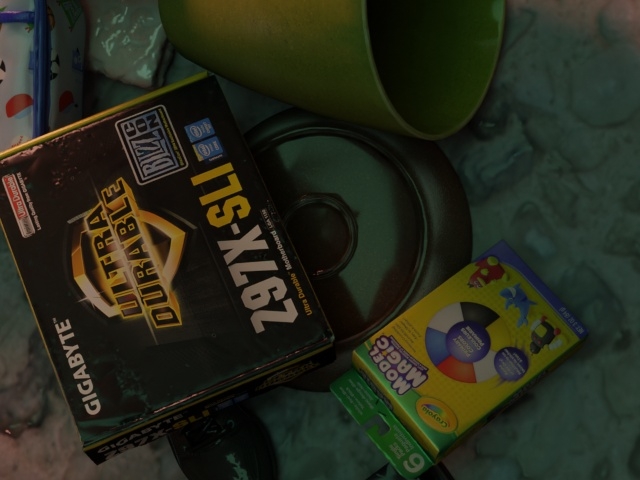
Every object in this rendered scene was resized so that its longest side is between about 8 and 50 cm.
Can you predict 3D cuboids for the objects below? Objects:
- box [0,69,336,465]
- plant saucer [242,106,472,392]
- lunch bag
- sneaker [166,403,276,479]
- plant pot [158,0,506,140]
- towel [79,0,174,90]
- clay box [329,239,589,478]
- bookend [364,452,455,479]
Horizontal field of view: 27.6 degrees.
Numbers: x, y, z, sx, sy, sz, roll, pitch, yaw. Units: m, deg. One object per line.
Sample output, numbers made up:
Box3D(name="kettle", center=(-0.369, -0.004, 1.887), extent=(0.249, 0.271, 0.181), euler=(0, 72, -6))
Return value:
Box3D(name="box", center=(-0.161, 0.021, 1.282), extent=(0.257, 0.079, 0.322), euler=(-22, 69, -7))
Box3D(name="plant saucer", center=(0.000, 0.000, 1.347), extent=(0.311, 0.050, 0.310), euler=(-3, 80, 15))
Box3D(name="lunch bag", center=(-0.406, -0.182, 1.437), extent=(0.303, 0.115, 0.243), euler=(2, 92, 23))
Box3D(name="sneaker", center=(-0.140, 0.165, 1.331), extent=(0.101, 0.106, 0.267), euler=(-35, 74, 7))
Box3D(name="plant pot", center=(-0.006, -0.243, 1.300), extent=(0.293, 0.275, 0.274), euler=(6, 82, 34))
Box3D(name="towel", center=(-0.274, -0.364, 1.474), extent=(0.332, 0.053, 0.317), euler=(22, 94, 21))
Box3D(name="clay box", center=(0.130, 0.113, 1.244), extent=(0.222, 0.053, 0.127), euler=(-36, 71, -18))
Box3D(name="bookend", center=(0.047, 0.266, 1.230), extent=(0.157, 0.156, 0.072), euler=(-38, 72, 7))
